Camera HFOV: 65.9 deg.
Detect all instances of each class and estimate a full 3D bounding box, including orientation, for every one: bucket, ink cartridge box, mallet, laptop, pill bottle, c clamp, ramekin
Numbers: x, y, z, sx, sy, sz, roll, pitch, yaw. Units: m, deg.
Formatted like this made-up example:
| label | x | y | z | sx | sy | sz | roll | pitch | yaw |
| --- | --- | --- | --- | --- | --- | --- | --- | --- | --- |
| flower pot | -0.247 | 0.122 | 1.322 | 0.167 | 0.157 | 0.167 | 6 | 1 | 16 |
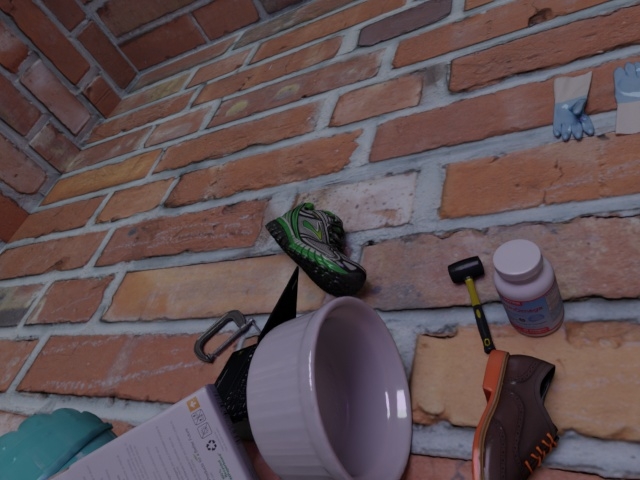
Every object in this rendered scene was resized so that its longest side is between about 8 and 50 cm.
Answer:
| label | x | y | z | sx | sy | sz | roll | pitch | yaw |
| --- | --- | --- | --- | --- | --- | --- | --- | --- | --- |
| bucket | -0.453 | 0.458 | 0.874 | 0.183 | 0.281 | 0.281 | 8 | 56 | 37 |
| ink cartridge box | -0.234 | 0.430 | 0.743 | 0.307 | 0.072 | 0.303 | -30 | 77 | -1 |
| mallet | 0.280 | 0.105 | 0.862 | 0.062 | 0.039 | 0.189 | -28 | 44 | 16 |
| laptop | -0.142 | 0.203 | 0.914 | 0.264 | 0.136 | 0.234 | -25 | 18 | 25 |
| pill bottle | 0.319 | 0.073 | 0.762 | 0.087 | 0.160 | 0.087 | -21 | 41 | 19 |
| c clamp | -0.217 | 0.219 | 1.120 | 0.161 | 0.022 | 0.137 | -38 | 39 | -3 |
| ramekin | 0.016 | 0.233 | 0.745 | 0.135 | 0.277 | 0.277 | -20 | 41 | 31 |

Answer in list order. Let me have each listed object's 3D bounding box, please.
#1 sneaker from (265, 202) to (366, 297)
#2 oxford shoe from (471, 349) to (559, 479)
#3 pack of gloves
| label | x | y | z | sx | sy | sz | roll | pitch | yaw |
| --- | --- | --- | --- | --- | --- | --- | --- | --- | --- |
| sneaker | 0.000 | 0.000 | 1.091 | 0.146 | 0.134 | 0.343 | -40 | 39 | -6 |
| oxford shoe | 0.263 | 0.271 | 0.661 | 0.098 | 0.097 | 0.271 | 0 | 51 | 29 |
| pack of gloves | 0.589 | -0.305 | 1.032 | 0.195 | 0.046 | 0.232 | -7 | 48 | 33 |
